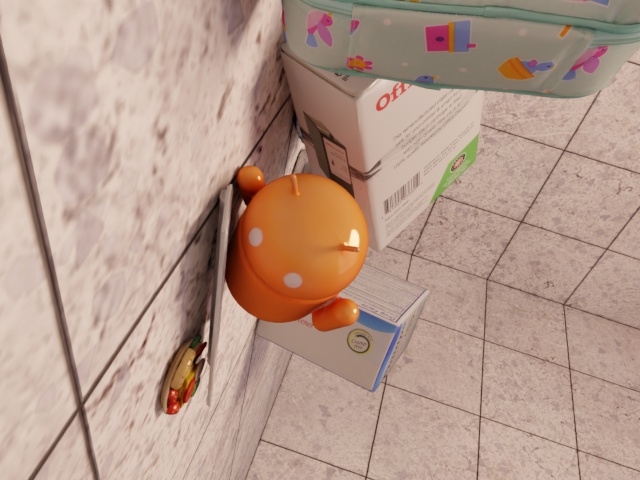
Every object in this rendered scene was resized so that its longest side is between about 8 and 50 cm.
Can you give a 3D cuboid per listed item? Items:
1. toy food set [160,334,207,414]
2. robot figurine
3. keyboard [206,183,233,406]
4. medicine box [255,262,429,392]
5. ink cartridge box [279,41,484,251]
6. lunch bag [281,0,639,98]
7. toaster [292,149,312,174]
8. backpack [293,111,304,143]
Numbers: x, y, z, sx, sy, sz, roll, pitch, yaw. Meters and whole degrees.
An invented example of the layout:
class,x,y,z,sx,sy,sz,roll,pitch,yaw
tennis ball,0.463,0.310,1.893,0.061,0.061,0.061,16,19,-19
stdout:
class,x,y,z,sx,sy,sz,roll,pitch,yaw
toy food set,-0.138,0.137,0.558,0.082,0.020,0.083,-61,169,-72
robot figurine,-0.031,0.010,0.559,0.219,0.128,0.158,134,-40,-63
keyboard,-0.104,0.067,0.555,0.072,0.014,0.256,-103,-160,-48
medicine box,0.055,0.145,1.131,0.289,0.263,0.149,-20,131,-66
ink cartridge box,0.090,-0.154,0.661,0.211,0.121,0.289,-41,151,-15
lunch bag,0.104,-0.234,0.406,0.108,0.279,0.224,93,5,-78
toaster,0.027,-0.084,0.953,0.227,0.146,0.129,-29,136,-86
backpack,0.012,-0.182,0.758,0.114,0.084,0.105,-1,106,-83
